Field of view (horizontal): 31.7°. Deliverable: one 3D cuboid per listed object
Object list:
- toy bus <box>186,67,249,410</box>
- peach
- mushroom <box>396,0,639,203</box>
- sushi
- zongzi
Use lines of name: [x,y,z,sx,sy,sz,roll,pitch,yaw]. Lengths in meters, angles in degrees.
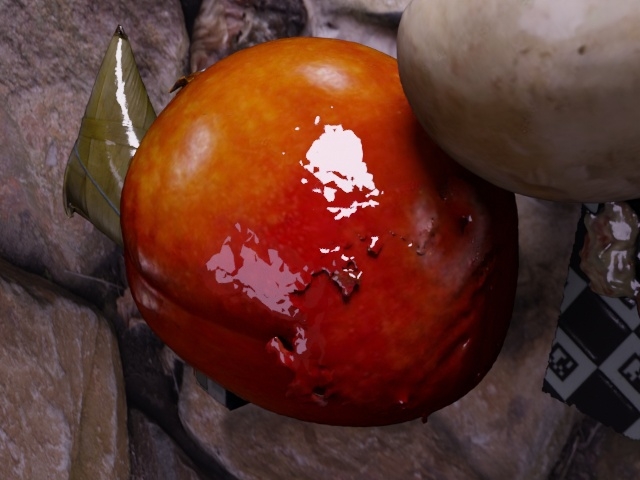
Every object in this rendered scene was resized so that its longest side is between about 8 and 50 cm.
toy bus: [-0.096,-0.003,1.283,0.092,0.093,0.408,27,124,44]
peach: [0.000,0.000,0.998,0.370,0.370,0.370,20,120,39]
mushroom: [0.194,-0.182,0.815,0.292,0.292,0.290,-27,58,47]
sushi: [0.312,0.087,0.935,0.294,0.059,0.292,24,123,36]
zongzi: [-0.199,-0.099,1.346,0.228,0.115,0.256,35,118,27]
